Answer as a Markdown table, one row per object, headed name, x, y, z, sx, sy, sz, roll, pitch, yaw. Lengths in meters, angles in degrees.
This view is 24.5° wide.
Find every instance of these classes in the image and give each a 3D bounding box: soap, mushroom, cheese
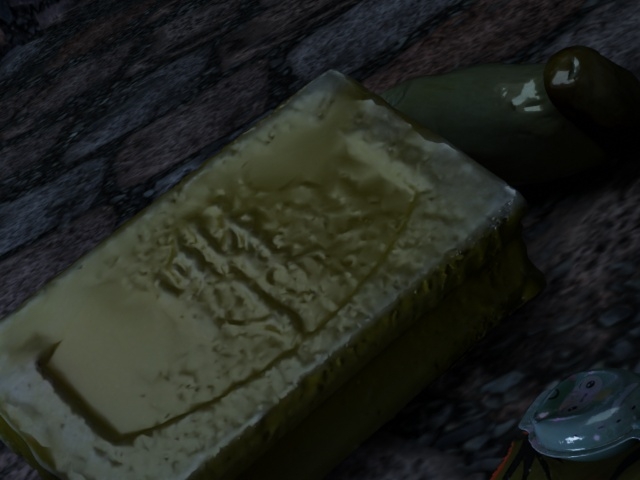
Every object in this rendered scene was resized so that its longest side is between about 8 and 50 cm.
| name | x | y | z | sx | sy | sz | roll | pitch | yaw |
| --- | --- | --- | --- | --- | --- | --- | --- | --- | --- |
| soap | -0.040 | 0.045 | 0.884 | 0.315 | 0.091 | 0.199 | -38 | 55 | -18 |
| mushroom | 0.096 | -0.081 | 1.080 | 0.333 | 0.107 | 0.087 | -1 | 69 | 50 |
| cheese | 0.147 | 0.085 | 0.716 | 0.120 | 0.026 | 0.067 | -6 | 30 | 51 |

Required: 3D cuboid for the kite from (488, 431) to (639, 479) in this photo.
| name | x | y | z | sx | sy | sz | roll | pitch | yaw |
| --- | --- | --- | --- | --- | --- | --- | --- | --- | --- |
| kite | 0.130 | 0.152 | 0.629 | 0.377 | 0.013 | 0.327 | -31 | 21 | 2 |
